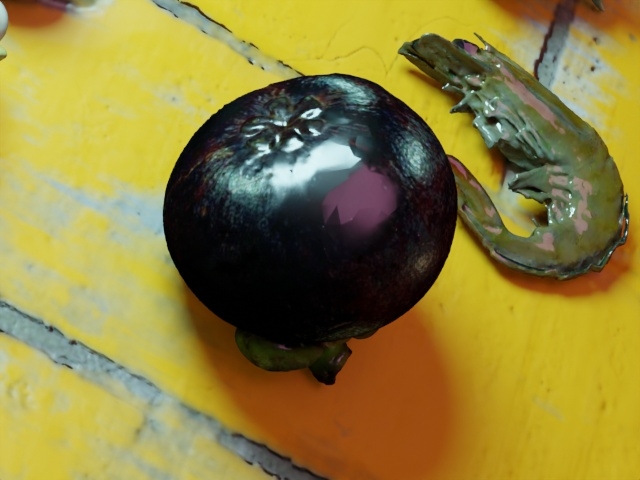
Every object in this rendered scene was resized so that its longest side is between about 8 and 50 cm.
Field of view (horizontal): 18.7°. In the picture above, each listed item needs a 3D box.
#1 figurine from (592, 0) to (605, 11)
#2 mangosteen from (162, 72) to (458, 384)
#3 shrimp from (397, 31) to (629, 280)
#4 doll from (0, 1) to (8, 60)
[{"bbox_3d":[0.208,-0.285,1.737,0.208,0.128,0.184,40,54,-13],"label":"figurine"},{"bbox_3d":[0.001,-0.012,1.426,0.216,0.216,0.216,14,59,-25],"label":"mangosteen"},{"bbox_3d":[0.156,-0.065,1.637,0.253,0.058,0.173,36,61,-14],"label":"shrimp"},{"bbox_3d":[-0.295,-0.214,1.393,0.086,0.117,0.291,-4,67,-53],"label":"doll"}]
